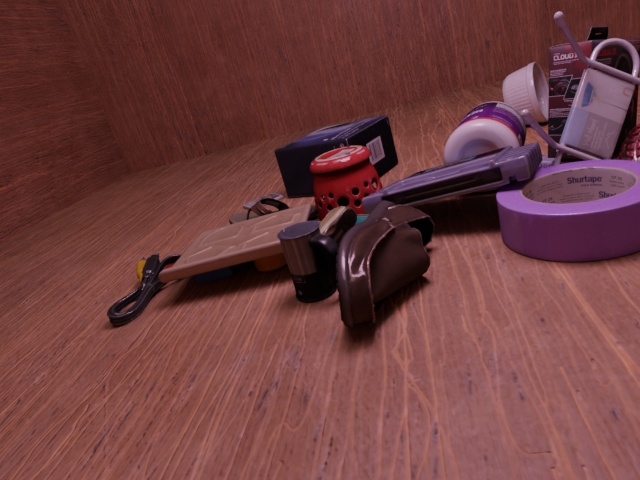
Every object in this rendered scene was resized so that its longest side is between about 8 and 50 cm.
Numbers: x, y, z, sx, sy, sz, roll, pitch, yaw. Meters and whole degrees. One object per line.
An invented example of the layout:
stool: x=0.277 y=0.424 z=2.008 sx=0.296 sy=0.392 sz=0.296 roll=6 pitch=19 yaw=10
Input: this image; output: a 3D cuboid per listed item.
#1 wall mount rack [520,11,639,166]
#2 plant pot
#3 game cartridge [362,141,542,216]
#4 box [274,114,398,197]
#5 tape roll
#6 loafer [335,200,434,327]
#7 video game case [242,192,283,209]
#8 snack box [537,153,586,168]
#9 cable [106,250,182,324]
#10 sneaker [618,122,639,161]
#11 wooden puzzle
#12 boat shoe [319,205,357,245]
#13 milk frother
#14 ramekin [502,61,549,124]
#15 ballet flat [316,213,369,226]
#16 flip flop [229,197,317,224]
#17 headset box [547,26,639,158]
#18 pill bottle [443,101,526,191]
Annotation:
wall mount rack: x=0.557 y=-0.289 z=0.997 sx=0.304 sy=0.350 sz=0.130 roll=19 pitch=-2 yaw=-3
plant pot: x=0.066 y=-0.156 z=1.315 sx=0.191 sy=0.174 sz=0.191 roll=-16 pitch=19 yaw=5
game cartridge: x=0.293 y=-0.140 z=1.084 sx=0.355 sy=0.068 sz=0.230 roll=-13 pitch=14 yaw=33
box: x=0.057 y=-0.285 z=1.642 sx=0.294 sy=0.183 sz=0.296 roll=-2 pitch=24 yaw=36
tape roll: x=0.471 y=-0.062 z=0.886 sx=0.274 sy=0.090 sz=0.275 roll=-14 pitch=21 yaw=5
loafer: x=0.127 y=0.020 z=0.860 sx=0.130 sy=0.134 sz=0.366 roll=3 pitch=30 yaw=22
video game case: x=-0.201 y=-0.135 z=1.687 sx=0.122 sy=0.011 sz=0.087 roll=-26 pitch=22 yaw=-25
snack box: x=0.609 y=-0.201 z=1.235 sx=0.064 sy=0.022 sz=0.178 roll=-27 pitch=23 yaw=-28
cable: x=-0.405 y=0.115 z=1.171 sx=0.139 sy=0.072 sz=0.287 roll=1 pitch=33 yaw=-2
sneaker: x=0.754 y=-0.186 z=0.992 sx=0.112 sy=0.121 sz=0.299 roll=16 pitch=1 yaw=-18
wooden puzzle: x=-0.182 y=0.016 z=1.191 sx=0.322 sy=0.081 sz=0.348 roll=-14 pitch=15 yaw=10
boat shoe: x=0.000 y=0.000 z=1.060 sx=0.190 sy=0.068 sz=0.072 roll=-46 pitch=35 yaw=-20
milk frother: x=0.007 y=0.025 z=0.938 sx=0.129 sy=0.135 sz=0.143 roll=-3 pitch=24 yaw=29
ramekin: x=0.715 y=-0.498 z=1.681 sx=0.109 sy=0.207 sz=0.207 roll=-11 pitch=19 yaw=39
ballet flat: x=0.069 y=-0.021 z=1.118 sx=0.213 sy=0.072 sz=0.068 roll=-1 pitch=-5 yaw=29
flip flop: x=-0.141 y=-0.086 z=1.414 sx=0.277 sy=0.080 sz=0.112 roll=-5 pitch=23 yaw=26
headset box: x=0.663 y=-0.360 z=1.177 sx=0.218 sy=0.293 sz=0.110 roll=-15 pitch=17 yaw=-30
pill bottle: x=0.444 y=-0.261 z=1.287 sx=0.181 sy=0.182 sz=0.323 roll=-5 pitch=23 yaw=28
